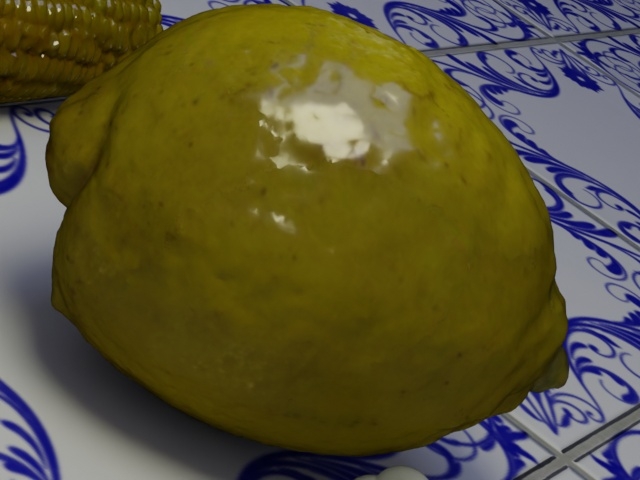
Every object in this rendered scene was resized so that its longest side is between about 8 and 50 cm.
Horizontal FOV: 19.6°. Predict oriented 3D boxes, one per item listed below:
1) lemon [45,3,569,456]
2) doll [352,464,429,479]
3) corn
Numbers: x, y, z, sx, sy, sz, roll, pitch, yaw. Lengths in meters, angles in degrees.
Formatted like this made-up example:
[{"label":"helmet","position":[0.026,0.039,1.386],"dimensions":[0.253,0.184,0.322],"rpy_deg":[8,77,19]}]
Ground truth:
[{"label":"lemon","position":[-0.006,-0.004,1.138],"dimensions":[0.316,0.285,0.285],"rpy_deg":[0,21,8]},{"label":"doll","position":[0.047,0.187,1.064],"dimensions":[0.106,0.062,0.162],"rpy_deg":[32,23,-2]},{"label":"corn","position":[-0.257,-0.161,1.378],"dimensions":[0.120,0.120,0.363],"rpy_deg":[42,28,29]}]
